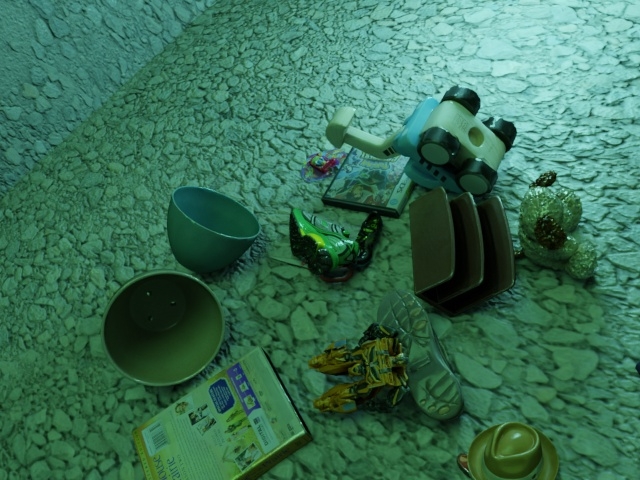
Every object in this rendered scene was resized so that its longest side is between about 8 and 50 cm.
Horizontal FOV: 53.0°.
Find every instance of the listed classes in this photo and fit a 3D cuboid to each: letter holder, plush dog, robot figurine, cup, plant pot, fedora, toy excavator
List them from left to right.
[{"bbox_3d":[-0.459,0.219,1.850,0.331,0.331,0.237,-39,21,-7],"label":"cup"},{"bbox_3d":[-0.359,-0.013,2.010,0.290,0.290,0.195,52,121,43],"label":"plant pot"},{"bbox_3d":[0.092,0.315,1.527,0.291,0.085,0.210,-31,60,45],"label":"robot figurine"},{"bbox_3d":[0.271,-0.280,1.896,0.445,0.433,0.222,-26,31,59],"label":"toy excavator"},{"bbox_3d":[0.361,0.005,1.647,0.214,0.152,0.301,-32,40,36],"label":"letter holder"},{"bbox_3d":[0.403,0.442,1.346,0.195,0.079,0.194,-7,36,5],"label":"fedora"},{"bbox_3d":[0.553,-0.041,1.591,0.211,0.225,0.262,-12,50,17],"label":"plush dog"}]

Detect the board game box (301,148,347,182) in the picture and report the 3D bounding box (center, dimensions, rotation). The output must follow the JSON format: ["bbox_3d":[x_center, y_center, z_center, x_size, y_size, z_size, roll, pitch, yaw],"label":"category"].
[{"bbox_3d":[0.007,-0.265,2.168,0.169,0.033,0.133,-11,50,18],"label":"board game box"}]

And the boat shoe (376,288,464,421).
[{"bbox_3d":[0.238,0.283,1.553,0.132,0.130,0.355,-26,53,9],"label":"boat shoe"}]

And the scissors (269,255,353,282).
[{"bbox_3d":[-0.037,0.079,1.920,0.297,0.021,0.108,-2,53,24],"label":"scissors"}]

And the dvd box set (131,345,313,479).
[{"bbox_3d":[-0.263,0.505,1.662,0.421,0.062,0.307,-35,47,-4],"label":"dvd box set"}]

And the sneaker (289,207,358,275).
[{"bbox_3d":[0.000,0.000,1.899,0.147,0.134,0.343,-9,28,-21],"label":"sneaker"}]

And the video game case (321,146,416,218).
[{"bbox_3d":[0.172,-0.196,2.030,0.275,0.035,0.248,13,61,33],"label":"video game case"}]

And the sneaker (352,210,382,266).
[{"bbox_3d":[0.130,-0.008,1.868,0.067,0.078,0.188,14,61,19],"label":"sneaker"}]

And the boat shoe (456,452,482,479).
[{"bbox_3d":[0.347,0.501,1.381,0.049,0.043,0.137,-47,47,-11],"label":"boat shoe"}]

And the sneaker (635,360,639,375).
[{"bbox_3d":[0.691,0.378,1.256,0.182,0.127,0.315,-25,49,3],"label":"sneaker"}]
